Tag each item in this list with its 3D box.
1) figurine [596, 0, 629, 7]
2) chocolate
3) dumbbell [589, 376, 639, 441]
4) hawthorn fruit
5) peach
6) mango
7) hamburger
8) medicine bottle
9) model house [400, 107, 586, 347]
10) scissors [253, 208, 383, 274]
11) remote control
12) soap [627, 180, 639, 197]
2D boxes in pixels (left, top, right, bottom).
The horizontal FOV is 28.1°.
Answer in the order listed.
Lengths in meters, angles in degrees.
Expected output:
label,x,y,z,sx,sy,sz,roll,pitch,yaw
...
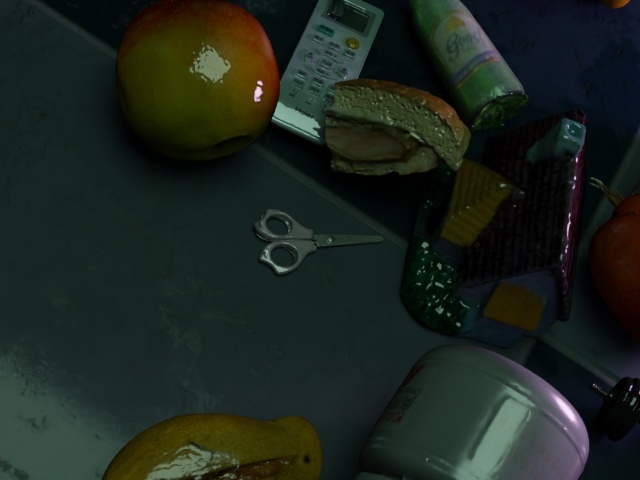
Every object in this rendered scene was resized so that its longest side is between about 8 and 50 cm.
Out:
label,x,y,z,sx,sy,sz,roll,pitch,yaw
figurine,0.414,-0.469,2.092,0.256,0.167,0.192,29,51,-29
chocolate,0.205,-0.310,1.978,0.110,0.110,0.291,-19,68,-25
dumbbell,0.458,0.256,1.754,0.208,0.099,0.099,33,58,1
hawthorn fruit,0.481,0.019,1.832,0.211,0.211,0.299,-18,61,-25
peach,-0.169,-0.221,1.752,0.230,0.231,0.231,7,61,-14
mango,-0.121,0.289,1.543,0.294,0.120,0.177,-11,69,-22
hamburger,0.123,-0.168,1.800,0.155,0.207,0.135,-30,117,-50
medicine bottle,0.158,0.307,1.548,0.245,0.245,0.306,34,67,2
model house,0.266,-0.029,1.758,0.229,0.249,0.281,16,59,-8
scissors,0.000,0.000,1.798,0.189,0.015,0.100,-1,65,-20
remote control,0.008,-0.262,1.918,0.103,0.051,0.293,25,55,-4
soap,0.585,-0.104,1.936,0.138,0.182,0.199,40,59,4
